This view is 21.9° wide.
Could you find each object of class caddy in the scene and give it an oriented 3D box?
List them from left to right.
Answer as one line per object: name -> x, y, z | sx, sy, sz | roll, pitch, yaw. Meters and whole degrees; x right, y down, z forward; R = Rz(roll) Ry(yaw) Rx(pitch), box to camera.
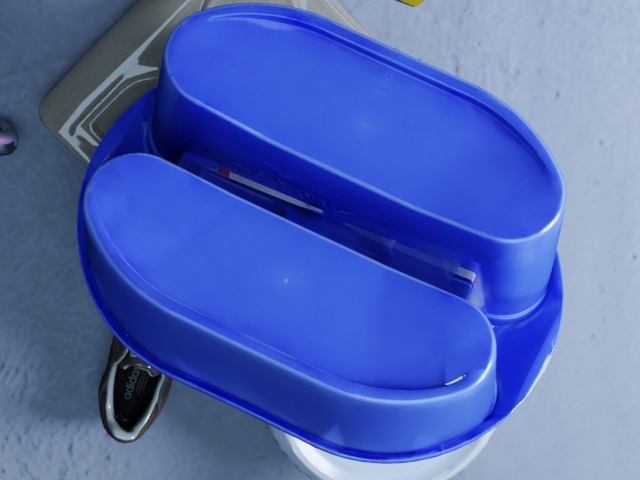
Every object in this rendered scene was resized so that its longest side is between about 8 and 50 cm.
caddy -> 0.000, 0.000, 1.095 | 0.341, 0.179, 0.241 | 25, 74, 6

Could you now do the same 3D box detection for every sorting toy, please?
sorting toy -> -0.020, -0.122, 1.198 | 0.307, 0.041, 0.229 | -45, 97, 3

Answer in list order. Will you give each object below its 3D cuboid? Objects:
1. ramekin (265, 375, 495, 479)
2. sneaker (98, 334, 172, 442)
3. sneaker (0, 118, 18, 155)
ramekin -> 0.044, 0.096, 1.252 | 0.207, 0.109, 0.207 | -2, 109, -4
sneaker -> -0.122, 0.066, 1.245 | 0.066, 0.071, 0.188 | 11, 108, -9
sneaker -> -0.276, -0.059, 1.206 | 0.119, 0.047, 0.057 | -5, 116, 4
